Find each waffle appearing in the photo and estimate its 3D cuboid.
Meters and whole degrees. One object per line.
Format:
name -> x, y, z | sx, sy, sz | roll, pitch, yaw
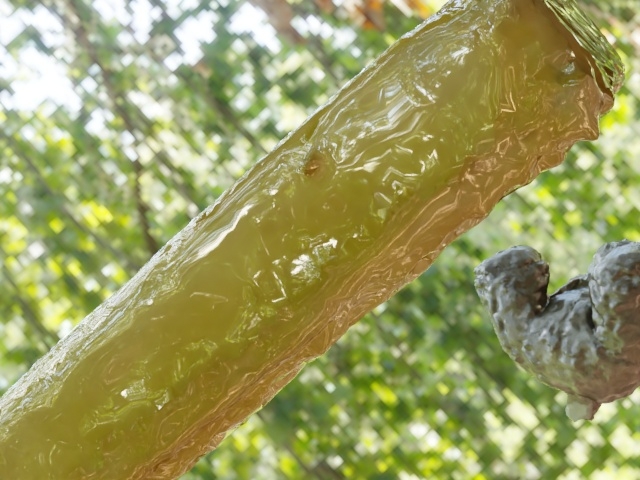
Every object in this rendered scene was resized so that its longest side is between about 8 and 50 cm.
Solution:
waffle -> 0.000, 0.000, 0.524 | 0.221, 0.055, 0.248 | -40, -1, 14

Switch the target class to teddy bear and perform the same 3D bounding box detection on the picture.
teddy bear -> 0.232, 0.060, 1.258 | 0.177, 0.140, 0.190 | -6, 7, 40
